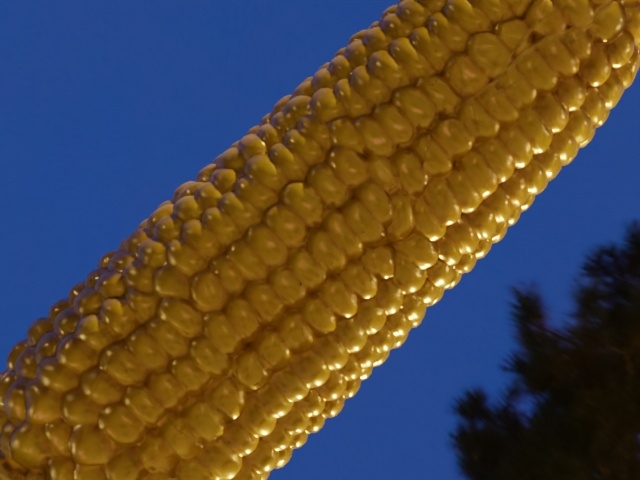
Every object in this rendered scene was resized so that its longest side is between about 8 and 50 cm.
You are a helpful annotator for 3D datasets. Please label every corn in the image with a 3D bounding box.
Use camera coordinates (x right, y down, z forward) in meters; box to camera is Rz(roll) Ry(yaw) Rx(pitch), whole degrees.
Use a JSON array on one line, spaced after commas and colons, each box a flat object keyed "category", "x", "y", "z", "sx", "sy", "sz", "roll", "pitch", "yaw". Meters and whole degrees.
[{"category": "corn", "x": 0.000, "y": 0.000, "z": 0.632, "sx": 0.305, "sy": 0.106, "sz": 0.106, "roll": -44, "pitch": -86, "yaw": 0}]
